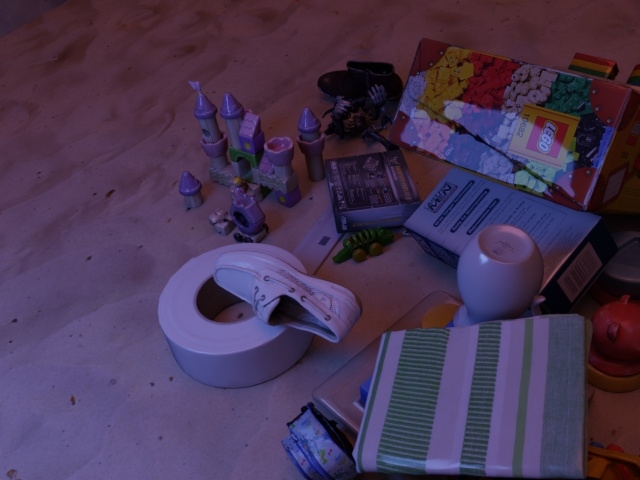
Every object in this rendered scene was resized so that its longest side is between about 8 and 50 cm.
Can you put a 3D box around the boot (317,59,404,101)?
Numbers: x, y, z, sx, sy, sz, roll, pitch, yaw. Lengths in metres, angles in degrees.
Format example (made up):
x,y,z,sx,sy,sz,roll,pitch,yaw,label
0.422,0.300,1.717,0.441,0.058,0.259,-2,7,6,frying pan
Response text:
x,y,z,sx,sy,sz,roll,pitch,yaw,label
0.090,-0.427,1.805,0.249,0.207,0.090,12,84,16,boot

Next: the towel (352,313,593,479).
x,y,z,sx,sy,sz,roll,pitch,yaw,label
0.208,0.216,0.974,0.325,0.038,0.247,-11,42,33,towel

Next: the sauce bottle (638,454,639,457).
x,y,z,sx,sy,sz,roll,pitch,yaw,label
0.604,0.265,0.981,0.345,0.111,0.111,-26,43,-18,sauce bottle

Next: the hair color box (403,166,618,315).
x,y,z,sx,sy,sz,roll,pitch,yaw,label
0.331,-0.007,1.263,0.174,0.105,0.347,-49,39,-5,hair color box

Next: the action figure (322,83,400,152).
x,y,z,sx,sy,sz,roll,pitch,yaw,label
0.108,-0.306,1.713,0.164,0.140,0.276,-39,51,-25,action figure

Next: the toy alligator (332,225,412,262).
x,y,z,sx,sy,sz,roll,pitch,yaw,label
0.110,-0.006,1.434,0.190,0.051,0.056,-21,42,-12,toy alligator

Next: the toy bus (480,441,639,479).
x,y,z,sx,sy,sz,roll,pitch,yaw,label
0.354,0.332,0.888,0.212,0.149,0.220,-25,7,-30,toy bus

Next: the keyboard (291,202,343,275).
x,y,z,sx,sy,sz,roll,pitch,yaw,label
0.000,0.000,1.484,0.072,0.014,0.256,18,48,22,keyboard

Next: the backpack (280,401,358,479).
x,y,z,sx,sy,sz,roll,pitch,yaw,label
0.004,0.320,1.050,0.084,0.105,0.114,-45,46,-4,backpack

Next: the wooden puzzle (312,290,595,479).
x,y,z,sx,sy,sz,roll,pitch,yaw,label
0.206,0.232,1.123,0.322,0.080,0.348,-36,47,-26,wooden puzzle

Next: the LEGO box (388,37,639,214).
x,y,z,sx,sy,sz,roll,pitch,yaw,label
0.427,-0.195,1.293,0.373,0.193,0.500,26,16,34,LEGO box

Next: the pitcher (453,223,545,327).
x,y,z,sx,sy,sz,roll,pitch,yaw,label
0.291,0.087,1.066,0.178,0.207,0.125,31,55,30,pitcher

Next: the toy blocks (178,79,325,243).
x,y,z,sx,sy,sz,roll,pitch,yaw,label
-0.178,-0.209,1.566,0.289,0.260,0.309,21,50,30,toy blocks

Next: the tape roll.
x,y,z,sx,sy,sz,roll,pitch,yaw,label
-0.152,0.131,1.297,0.287,0.100,0.286,-6,42,5,tape roll

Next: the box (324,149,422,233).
x,y,z,sx,sy,sz,roll,pitch,yaw,label
0.111,-0.112,1.537,0.183,0.056,0.231,-7,37,-2,box

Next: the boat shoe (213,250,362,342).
x,y,z,sx,sy,sz,roll,pitch,yaw,label
-0.073,0.096,1.169,0.277,0.098,0.096,16,46,21,boat shoe

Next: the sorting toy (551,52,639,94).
x,y,z,sx,sy,sz,roll,pitch,yaw,label
0.656,-0.307,1.509,0.256,0.257,0.089,27,88,35,sorting toy

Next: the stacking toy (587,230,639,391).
x,y,z,sx,sy,sz,roll,pitch,yaw,label
0.580,0.104,1.155,0.280,0.130,0.308,7,44,19,stacking toy
